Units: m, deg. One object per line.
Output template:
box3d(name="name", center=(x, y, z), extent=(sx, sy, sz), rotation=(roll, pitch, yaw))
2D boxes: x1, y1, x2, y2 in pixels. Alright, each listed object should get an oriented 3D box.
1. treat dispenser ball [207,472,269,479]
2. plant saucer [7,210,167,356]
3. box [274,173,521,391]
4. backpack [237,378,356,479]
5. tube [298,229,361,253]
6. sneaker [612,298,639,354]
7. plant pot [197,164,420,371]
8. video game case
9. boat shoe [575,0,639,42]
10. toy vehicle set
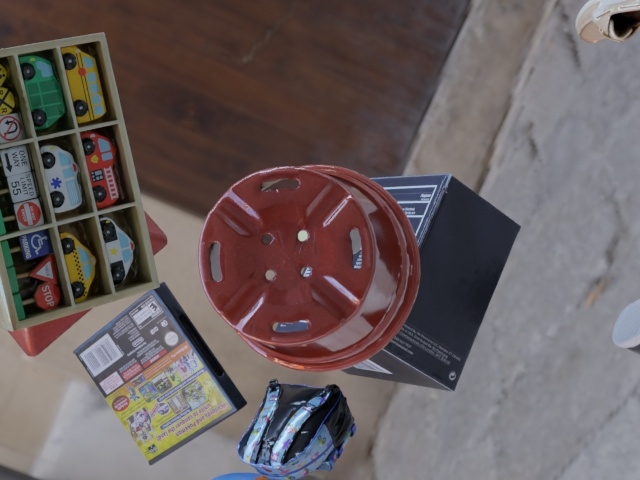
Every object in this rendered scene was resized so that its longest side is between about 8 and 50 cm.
box3d(name="treat dispenser ball", center=(-0.128, 0.530, 2.076), extent=(0.288, 0.288, 0.288), rotation=(-157, 90, -79))
box3d(name="plant saucer", center=(-0.395, -0.012, 1.782), extent=(0.258, 0.259, 0.048), rotation=(-41, -14, -6))
box3d(name="box", center=(0.122, 0.063, 2.003), extent=(0.296, 0.182, 0.294), rotation=(2, 64, 57))
box3d(name="backpack", center=(-0.042, 0.323, 2.034), extent=(0.158, 0.117, 0.173), rotation=(0, 40, 34))
box3d(name="tube", center=(0.000, 0.000, 1.868), extent=(0.070, 0.062, 0.240), rotation=(70, 162, 0))
box3d(name="sneaker", center=(0.587, 0.140, 1.935), extent=(0.296, 0.147, 0.105), rotation=(146, 145, -71))
box3d(name="plant pot", center=(-0.021, 0.025, 1.505), extent=(0.265, 0.272, 0.272), rotation=(33, -100, -82))
box3d(name="video game case", center=(-0.281, 0.234, 2.154), extent=(0.275, 0.248, 0.035), rotation=(-36, -2, 40))
box3d(name="boat shoe", center=(0.389, -0.290, 1.635), extent=(0.170, 0.063, 0.059), rotation=(147, 135, -64))
box3d(name="toy vehicle set", center=(-0.264, -0.060, 1.234), extent=(0.035, 0.166, 0.267), rotation=(3, 107, 53))
